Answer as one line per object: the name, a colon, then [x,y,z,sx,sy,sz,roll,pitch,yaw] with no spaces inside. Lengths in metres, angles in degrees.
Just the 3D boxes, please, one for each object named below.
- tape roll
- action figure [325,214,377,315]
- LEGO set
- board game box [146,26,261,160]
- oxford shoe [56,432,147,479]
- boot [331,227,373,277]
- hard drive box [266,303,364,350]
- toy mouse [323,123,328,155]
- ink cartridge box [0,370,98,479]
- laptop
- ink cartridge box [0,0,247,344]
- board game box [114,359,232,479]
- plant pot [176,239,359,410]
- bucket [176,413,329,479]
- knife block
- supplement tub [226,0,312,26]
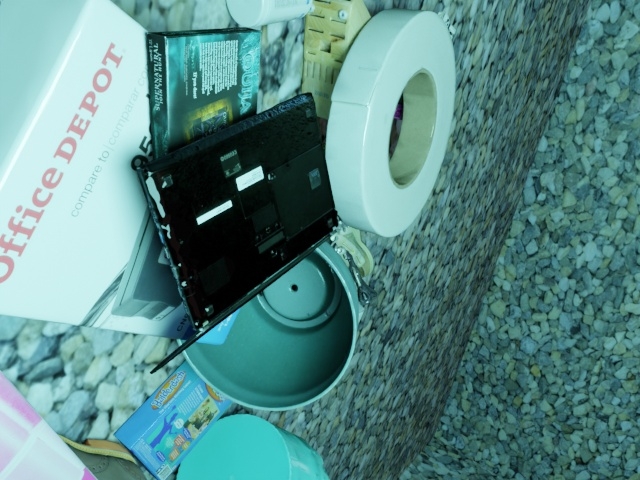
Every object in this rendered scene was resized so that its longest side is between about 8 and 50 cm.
tape roll: [0.135,-0.199,0.986,0.392,0.072,0.392,-37,135,-47]
action figure: [0.000,0.000,1.065,0.164,0.141,0.276,-23,96,-10]
LEGO set: [0.205,-0.349,1.175,0.093,0.087,0.227,21,94,-47]
board game box: [-0.112,-0.112,0.560,0.126,0.026,0.186,-29,134,-49]
oxford shoe: [-0.356,0.334,0.743,0.130,0.132,0.363,-61,148,-3]
boot: [0.035,0.059,1.238,0.165,0.077,0.213,-53,145,-20]
hard drive box: [-0.042,0.209,1.142,0.232,0.089,0.181,-18,140,-39]
toy mouse: [0.027,-0.156,1.097,0.143,0.031,0.161,-21,130,-51]
ink cartridge box: [-0.359,0.299,0.630,0.176,0.069,0.371,-45,122,-34]
laptop: [-0.102,-0.004,0.629,0.234,0.136,0.264,-37,125,-41]
ink cartridge box: [-0.215,-0.055,0.633,0.286,0.166,0.395,-64,151,-2]
board game box: [-0.245,0.307,1.001,0.210,0.047,0.160,-46,146,-29]
plant pot: [-0.066,0.099,0.921,0.196,0.293,0.293,-38,147,-71]
bucket: [-0.137,0.490,1.112,0.281,0.281,0.183,-54,144,-17]
knife block: [0.074,-0.309,0.993,0.242,0.088,0.276,-35,140,-43]
supplement tub: [-0.067,-0.330,0.759,0.107,0.071,0.071,-32,138,-45]
